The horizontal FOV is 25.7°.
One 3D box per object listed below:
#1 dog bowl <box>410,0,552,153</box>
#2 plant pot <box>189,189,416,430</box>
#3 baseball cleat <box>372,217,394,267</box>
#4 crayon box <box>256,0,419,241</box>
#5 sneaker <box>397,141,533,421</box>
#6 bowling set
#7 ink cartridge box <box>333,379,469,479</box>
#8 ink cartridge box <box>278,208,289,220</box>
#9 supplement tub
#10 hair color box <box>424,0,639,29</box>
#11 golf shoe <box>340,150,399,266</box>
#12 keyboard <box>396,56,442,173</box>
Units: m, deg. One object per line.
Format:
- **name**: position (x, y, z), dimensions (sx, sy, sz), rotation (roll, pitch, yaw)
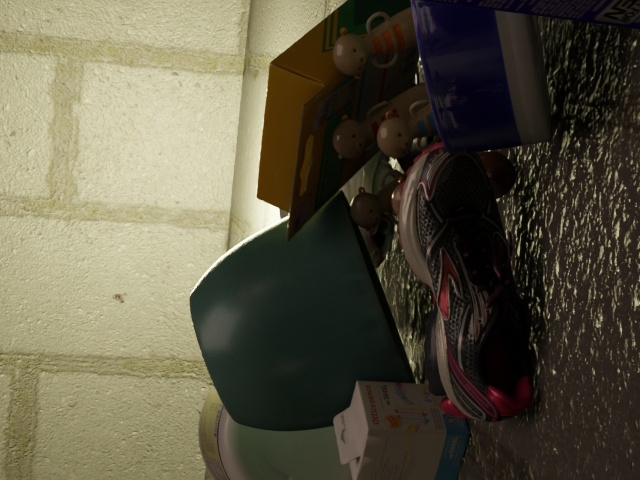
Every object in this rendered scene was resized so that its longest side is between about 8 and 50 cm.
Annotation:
- **dog bowl**: position (0.157, -0.220, 1.379), dimensions (0.265, 0.104, 0.265), rotation (-9, -90, -79)
- **plant pot**: position (-0.030, 0.111, 1.807), dimensions (0.293, 0.235, 0.293), rotation (-20, -90, -86)
- **baseball cleat**: position (0.078, -0.061, 2.062), dimensions (0.109, 0.072, 0.206), rotation (170, 95, -70)
- **crayon box**: position (0.017, -0.169, 1.737), dimensions (0.323, 0.083, 0.203), rotation (-46, -27, -45)
- **sneaker**: position (0.168, 0.041, 1.471), dimensions (0.112, 0.120, 0.299), rotation (-4, 99, 65)
- **bowling set**: position (0.110, -0.105, 1.585), dimensions (0.200, 0.154, 0.287), rotation (51, 163, 52)
- **ink cartridge box**: position (0.092, 0.231, 1.677), dimensions (0.092, 0.143, 0.090), rotation (-104, 22, -55)
- **ink cartridge box**: position (0.000, 0.000, 2.173), dimensions (0.219, 0.092, 0.160), rotation (-97, -13, -45)
- **supplement tub**: position (-0.060, 0.293, 2.138), dimensions (0.325, 0.235, 0.236), rotation (156, 118, -76)
- **hair color box**: position (0.138, -0.300, 1.192), dimensions (0.110, 0.338, 0.185), rotation (135, 138, -69)
- **golf shoe**: position (0.060, -0.104, 1.975), dimensions (0.115, 0.140, 0.306), rotation (0, -75, -84)
- **keyboard**: position (0.136, -0.176, 1.894), dimensions (0.317, 0.033, 0.202), rotation (-114, 25, -64)
